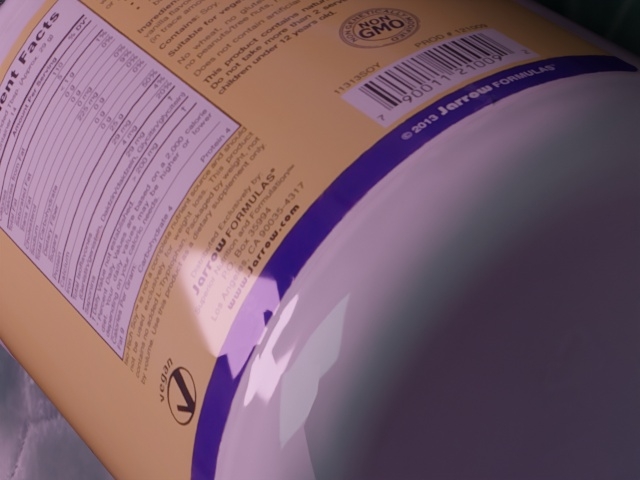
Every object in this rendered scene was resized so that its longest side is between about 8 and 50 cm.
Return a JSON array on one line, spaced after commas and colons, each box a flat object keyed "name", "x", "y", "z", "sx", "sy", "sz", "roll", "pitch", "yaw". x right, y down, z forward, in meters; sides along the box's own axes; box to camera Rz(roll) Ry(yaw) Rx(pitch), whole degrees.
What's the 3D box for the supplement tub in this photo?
[{"name": "supplement tub", "x": 0.000, "y": 0.000, "z": 0.665, "sx": 0.331, "sy": 0.241, "sz": 0.241, "roll": 39, "pitch": 120, "yaw": 48}]
